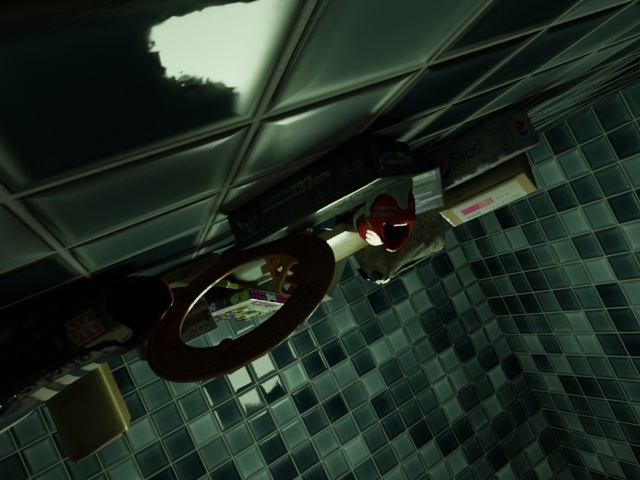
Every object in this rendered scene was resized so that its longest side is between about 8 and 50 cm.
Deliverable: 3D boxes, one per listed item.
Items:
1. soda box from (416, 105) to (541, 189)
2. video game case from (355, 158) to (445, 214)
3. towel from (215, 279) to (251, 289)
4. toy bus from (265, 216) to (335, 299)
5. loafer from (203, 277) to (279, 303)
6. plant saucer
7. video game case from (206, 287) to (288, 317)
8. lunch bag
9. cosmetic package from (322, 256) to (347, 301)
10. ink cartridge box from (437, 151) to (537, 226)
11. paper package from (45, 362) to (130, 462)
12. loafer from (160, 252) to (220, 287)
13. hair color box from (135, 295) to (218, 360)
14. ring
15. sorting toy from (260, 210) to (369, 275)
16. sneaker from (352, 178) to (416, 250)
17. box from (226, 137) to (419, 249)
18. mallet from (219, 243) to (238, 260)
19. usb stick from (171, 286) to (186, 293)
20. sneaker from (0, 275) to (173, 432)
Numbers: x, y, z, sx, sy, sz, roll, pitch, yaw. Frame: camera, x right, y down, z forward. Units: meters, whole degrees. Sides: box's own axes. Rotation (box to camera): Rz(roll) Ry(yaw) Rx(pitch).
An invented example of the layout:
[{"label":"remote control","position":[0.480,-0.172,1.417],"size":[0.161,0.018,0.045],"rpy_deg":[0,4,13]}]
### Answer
[{"label":"soda box","position":[0.348,-0.196,1.062],"size":[0.098,0.091,0.286],"rpy_deg":[-22,176,-31]},{"label":"video game case","position":[0.182,-0.097,1.050],"size":[0.196,0.026,0.274],"rpy_deg":[-17,164,13]},{"label":"towel","position":[-0.287,0.129,1.379],"size":[0.102,0.021,0.237],"rpy_deg":[11,173,10]},{"label":"toy bus","position":[-0.065,0.022,0.914],"size":[0.104,0.191,0.202],"rpy_deg":[8,164,-29]},{"label":"loafer","position":[-0.310,0.173,1.600],"size":[0.365,0.130,0.134],"rpy_deg":[1,154,-34]},{"label":"plant saucer","position":[-0.129,0.055,1.467],"size":[0.400,0.101,0.400],"rpy_deg":[-25,177,-1]},{"label":"video game case","position":[-0.243,0.217,1.505],"size":[0.210,0.042,0.232],"rpy_deg":[-21,158,24]},{"label":"lunch bag","position":[0.228,-0.032,1.414],"size":[0.305,0.256,0.212],"rpy_deg":[-24,177,-33]},{"label":"cosmetic package","position":[0.009,0.086,1.551],"size":[0.127,0.107,0.238],"rpy_deg":[-23,-140,53]},{"label":"ink cartridge box","position":[0.423,-0.172,1.208],"size":[0.234,0.193,0.088],"rpy_deg":[-27,134,34]},{"label":"paper package","position":[-0.739,0.475,1.431],"size":[0.168,0.325,0.309],"rpy_deg":[-25,177,-24]},{"label":"loafer","position":[-0.268,0.074,0.931],"size":[0.148,0.050,0.056],"rpy_deg":[-26,177,-12]},{"label":"hair color box","position":[-0.443,0.261,1.336],"size":[0.185,0.114,0.374],"rpy_deg":[-24,178,-29]},{"label":"ring","position":[-0.133,0.084,0.731],"size":[0.336,0.032,0.337],"rpy_deg":[-21,-153,11]},{"label":"sorting toy","position":[0.000,0.000,1.216],"size":[0.257,0.090,0.255],"rpy_deg":[-28,164,24]},{"label":"sneaker","position":[0.138,-0.029,0.987],"size":[0.107,0.119,0.279],"rpy_deg":[-10,163,-6]},{"label":"box","position":[0.008,-0.067,0.659],"size":[0.232,0.059,0.183],"rpy_deg":[-26,178,29]},{"label":"mallet","position":[-0.137,-0.002,0.929],"size":[0.189,0.039,0.062],"rpy_deg":[-36,180,41]},{"label":"usb stick","position":[-0.481,0.190,1.330],"size":[0.277,0.045,0.077],"rpy_deg":[-26,-176,-3]},{"label":"sneaker","position":[-0.350,0.137,0.613],"size":[0.148,0.131,0.350],"rpy_deg":[-26,-172,39]}]
